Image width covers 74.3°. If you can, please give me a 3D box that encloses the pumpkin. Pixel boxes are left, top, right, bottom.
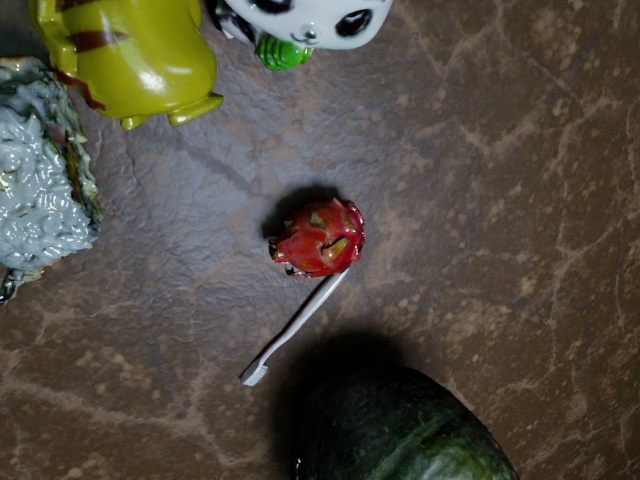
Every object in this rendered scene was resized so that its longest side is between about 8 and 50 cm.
[{"bbox_3d":[0.132,0.447,0.753,0.344,0.454,0.454,-24,119,-27],"label":"pumpkin"}]

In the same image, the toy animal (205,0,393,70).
[{"bbox_3d":[-0.028,-0.301,0.474,0.213,0.266,0.212,-10,119,-19],"label":"toy animal"}]

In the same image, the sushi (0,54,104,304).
[{"bbox_3d":[-0.344,-0.068,0.497,0.140,0.184,0.274,-11,117,-14],"label":"sushi"}]

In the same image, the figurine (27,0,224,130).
[{"bbox_3d":[-0.237,-0.286,0.460,0.218,0.169,0.326,0,110,25],"label":"figurine"}]

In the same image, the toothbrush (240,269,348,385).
[{"bbox_3d":[-0.044,0.159,0.794,0.307,0.025,0.030,-49,127,5],"label":"toothbrush"}]

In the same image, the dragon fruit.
[{"bbox_3d":[0.000,0.000,0.683,0.166,0.133,0.136,-18,123,-14],"label":"dragon fruit"}]
